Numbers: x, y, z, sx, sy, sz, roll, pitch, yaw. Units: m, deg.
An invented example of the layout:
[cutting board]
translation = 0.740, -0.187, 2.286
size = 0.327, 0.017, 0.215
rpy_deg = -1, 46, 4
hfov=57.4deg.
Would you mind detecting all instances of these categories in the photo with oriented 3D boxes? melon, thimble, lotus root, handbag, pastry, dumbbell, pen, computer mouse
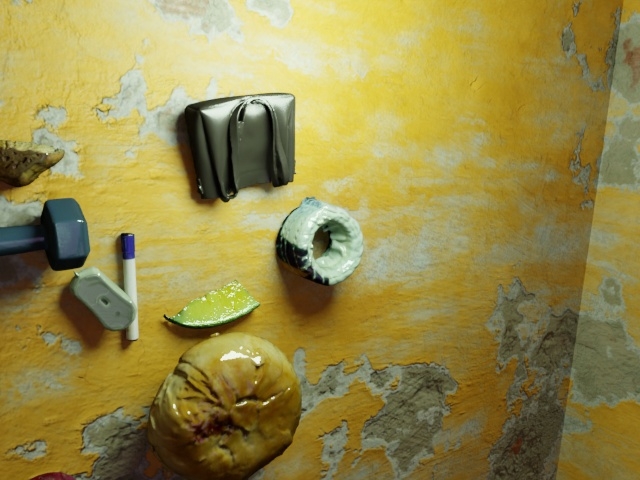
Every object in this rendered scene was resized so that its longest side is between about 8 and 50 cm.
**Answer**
[melon]
translation = -0.282, 0.176, 1.537
size = 0.261, 0.053, 0.114
rpy_deg = -14, 101, -32
[thimble]
translation = 0.000, 0.000, 1.627
size = 0.237, 0.150, 0.238
rpy_deg = -7, 103, -33
[lotus root]
translation = -0.613, -0.155, 1.200
size = 0.159, 0.135, 0.096
rpy_deg = 0, 102, -21
[handbag]
translation = -0.186, -0.238, 1.475
size = 0.285, 0.113, 0.257
rpy_deg = -17, 117, -31
[pastry]
translation = -0.243, 0.425, 1.498
size = 0.409, 0.245, 0.410
rpy_deg = -6, 102, -30
[dumbbell]
translation = -0.648, 0.002, 1.187
size = 0.324, 0.160, 0.144
rpy_deg = -8, 133, -33
[pen]
translation = -0.459, 0.114, 1.410
size = 0.033, 0.033, 0.269
rpy_deg = -6, 104, -33
[computer mouse]
translation = -0.512, 0.132, 1.364
size = 0.089, 0.056, 0.182
rpy_deg = -45, 114, -14

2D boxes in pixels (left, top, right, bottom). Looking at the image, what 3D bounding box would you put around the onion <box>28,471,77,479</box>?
[onion]
translation = -0.628, 0.626, 1.345
size = 0.177, 0.153, 0.177
rpy_deg = 1, 87, -23
